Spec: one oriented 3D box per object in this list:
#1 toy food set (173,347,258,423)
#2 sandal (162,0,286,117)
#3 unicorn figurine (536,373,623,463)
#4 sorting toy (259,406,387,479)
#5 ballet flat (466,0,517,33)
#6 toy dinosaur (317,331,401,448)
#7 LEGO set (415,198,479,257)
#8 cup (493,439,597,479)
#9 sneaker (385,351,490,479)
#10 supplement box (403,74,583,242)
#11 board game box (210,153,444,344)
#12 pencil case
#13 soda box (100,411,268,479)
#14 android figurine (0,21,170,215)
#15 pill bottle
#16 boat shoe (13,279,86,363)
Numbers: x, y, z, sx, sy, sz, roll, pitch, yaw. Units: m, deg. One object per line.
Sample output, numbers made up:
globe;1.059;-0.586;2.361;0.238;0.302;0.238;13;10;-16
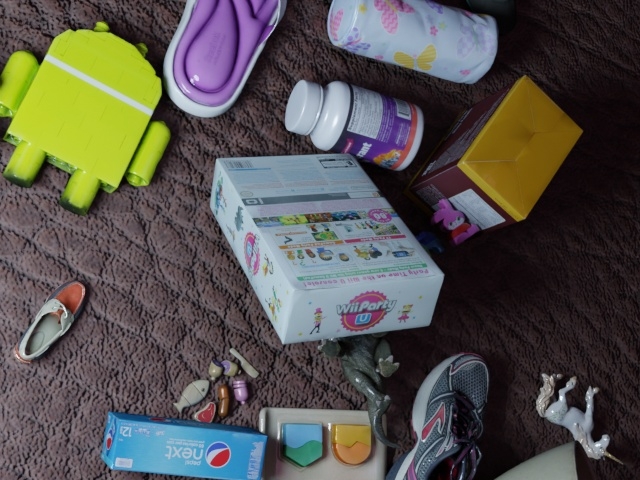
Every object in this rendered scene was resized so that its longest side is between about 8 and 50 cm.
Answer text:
toy food set;-0.141;0.213;1.614;0.078;0.019;0.122;46;65;-9
sandal;-0.117;-0.378;1.708;0.169;0.102;0.416;17;72;-20
unicorn figurine;0.413;0.282;1.837;0.162;0.060;0.111;21;71;-2
sorting toy;0.009;0.339;1.644;0.208;0.038;0.193;6;76;-24
ballet flat;0.264;-0.480;1.907;0.095;0.096;0.280;-29;92;-27
toy dinosaur;0.056;0.155;1.645;0.121;0.160;0.313;-38;108;4
LEGO set;0.115;0.010;1.742;0.227;0.087;0.093;-33;90;-20
cup;0.290;0.471;1.608;0.237;0.331;0.331;-17;85;15
sneaker;0.195;0.298;1.687;0.121;0.112;0.299;35;57;-17
supplement box;0.264;-0.122;1.774;0.129;0.194;0.191;42;65;-11
board game box;0.000;0.000;1.586;0.224;0.097;0.303;-5;38;-25
pencil case;0.149;-0.335;1.815;0.273;0.113;0.124;10;65;-23
soda box;-0.183;0.279;1.546;0.210;0.071;0.067;11;87;-22
android figurine;-0.328;-0.179;1.594;0.248;0.056;0.272;26;70;-17
pill bottle;0.050;-0.179;1.737;0.193;0.108;0.108;14;73;-21
boat shoe;-0.357;0.107;1.526;0.049;0.043;0.137;41;64;-9
